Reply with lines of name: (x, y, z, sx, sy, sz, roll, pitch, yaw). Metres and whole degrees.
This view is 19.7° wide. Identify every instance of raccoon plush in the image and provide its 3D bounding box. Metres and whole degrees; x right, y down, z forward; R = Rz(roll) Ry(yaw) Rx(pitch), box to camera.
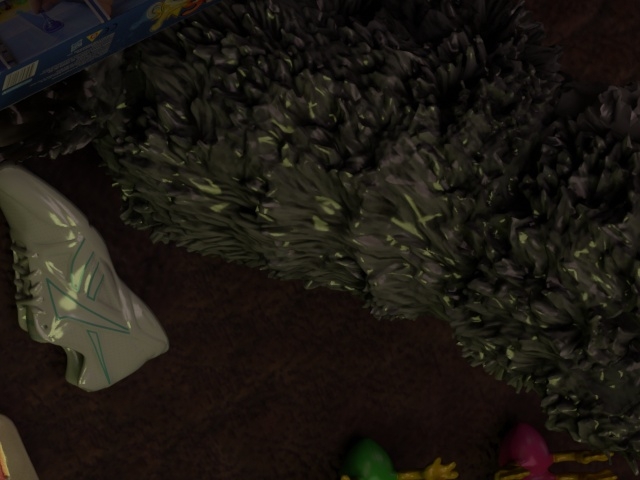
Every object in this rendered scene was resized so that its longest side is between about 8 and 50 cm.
raccoon plush: (0.000, 0.000, 0.890, 0.446, 0.299, 0.216, -19, 141, -29)

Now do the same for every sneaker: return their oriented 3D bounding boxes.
sneaker: (-0.141, 0.021, 0.993, 0.061, 0.053, 0.152, -39, 120, -14)

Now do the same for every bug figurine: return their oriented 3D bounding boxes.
bug figurine: (0.087, 0.226, 1.171, 0.279, 0.072, 0.216, -4, 98, -25)

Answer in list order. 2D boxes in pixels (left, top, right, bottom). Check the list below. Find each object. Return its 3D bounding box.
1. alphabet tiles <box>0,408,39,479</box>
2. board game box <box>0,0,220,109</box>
alphabet tiles: (-0.290, 0.151, 0.957, 0.284, 0.021, 0.278, -29, 116, -21)
board game box: (-0.105, -0.153, 0.827, 0.201, 0.035, 0.136, -31, 75, -32)
